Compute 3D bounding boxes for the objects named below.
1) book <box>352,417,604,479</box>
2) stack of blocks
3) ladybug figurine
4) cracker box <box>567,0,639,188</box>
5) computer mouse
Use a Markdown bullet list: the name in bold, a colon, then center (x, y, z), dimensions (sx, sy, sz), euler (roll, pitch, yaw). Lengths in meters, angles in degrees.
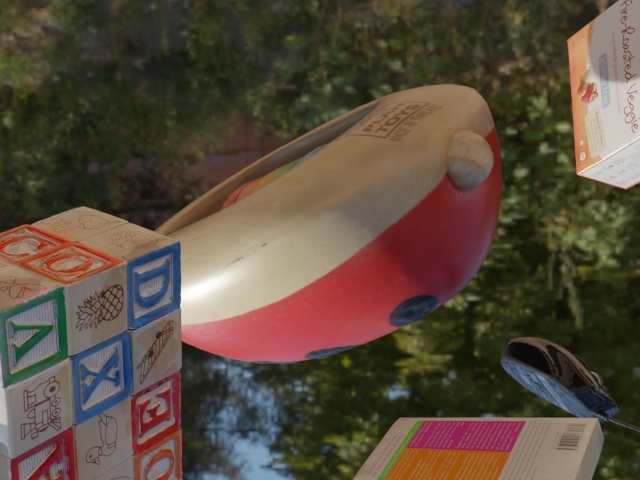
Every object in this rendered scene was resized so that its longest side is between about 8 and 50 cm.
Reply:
- **book**: center (0.100, 0.149, 0.672), dimensions (0.144, 0.035, 0.096), euler (-6, -153, 33)
- **stack of blocks**: center (-0.170, 0.148, 0.613), dimensions (0.087, 0.297, 0.171), euler (18, -153, 32)
- **ladybug figurine**: center (0.000, 0.000, 0.929), dimensions (0.305, 0.162, 0.449), euler (-38, -169, -31)
- **cracker box**: center (0.323, -0.164, 0.934), dimensions (0.067, 0.155, 0.232), euler (14, 154, -24)
- **computer mouse**: center (0.236, 0.128, 0.812), dimensions (0.242, 0.041, 0.071), euler (27, 163, 46)
